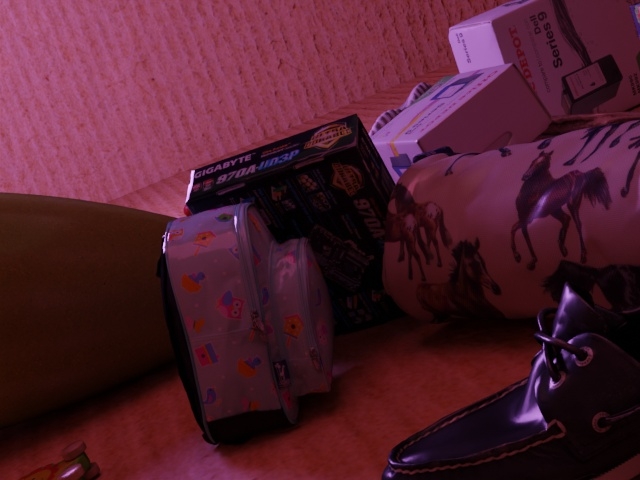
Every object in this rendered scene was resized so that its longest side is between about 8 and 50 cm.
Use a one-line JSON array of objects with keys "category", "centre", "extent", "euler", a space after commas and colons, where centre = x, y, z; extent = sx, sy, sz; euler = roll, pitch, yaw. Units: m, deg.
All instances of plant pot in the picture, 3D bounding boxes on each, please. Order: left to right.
[{"category": "plant pot", "centre": [-0.274, 0.066, 1.303], "extent": [0.293, 0.275, 0.275], "euler": [-6, 9, -11]}]

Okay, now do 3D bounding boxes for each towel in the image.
[{"category": "towel", "centre": [0.346, -0.133, 1.445], "extent": [0.187, 0.049, 0.282], "euler": [-4, 6, -17]}]

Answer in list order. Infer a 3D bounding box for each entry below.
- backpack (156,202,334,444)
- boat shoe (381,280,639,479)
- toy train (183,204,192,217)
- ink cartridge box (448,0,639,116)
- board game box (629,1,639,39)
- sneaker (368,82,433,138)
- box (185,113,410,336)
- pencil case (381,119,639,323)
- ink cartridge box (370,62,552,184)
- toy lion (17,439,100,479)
[{"category": "backpack", "centre": [-0.064, 0.060, 1.026], "extent": [0.144, 0.188, 0.166], "euler": [-20, 11, 7]}, {"category": "boat shoe", "centre": [0.185, 0.071, 0.712], "extent": [0.340, 0.113, 0.127], "euler": [-19, 12, 10]}, {"category": "toy train", "centre": [-0.206, 0.010, 1.765], "extent": [0.143, 0.105, 0.248], "euler": [-30, 10, 11]}, {"category": "ink cartridge box", "centre": [0.361, -0.270, 1.752], "extent": [0.289, 0.211, 0.121], "euler": [-27, 14, -21]}, {"category": "board game box", "centre": [0.484, -0.240, 1.487], "extent": [0.141, 0.170, 0.048], "euler": [-20, 13, 3]}, {"category": "sneaker", "centre": [0.144, -0.169, 2.044], "extent": [0.115, 0.105, 0.281], "euler": [-55, -6, 36]}, {"category": "box", "centre": [0.000, 0.000, 1.127], "extent": [0.175, 0.220, 0.051], "euler": [-18, 39, 19]}, {"category": "pencil case", "centre": [0.237, -0.023, 0.949], "extent": [0.410, 0.160, 0.183], "euler": [-8, 32, 50]}, {"category": "ink cartridge box", "centre": [0.160, -0.129, 1.431], "extent": [0.154, 0.093, 0.212], "euler": [-40, 14, -9]}, {"category": "toy lion", "centre": [-0.241, 0.217, 1.021], "extent": [0.096, 0.034, 0.100], "euler": [-29, 12, -5]}]
